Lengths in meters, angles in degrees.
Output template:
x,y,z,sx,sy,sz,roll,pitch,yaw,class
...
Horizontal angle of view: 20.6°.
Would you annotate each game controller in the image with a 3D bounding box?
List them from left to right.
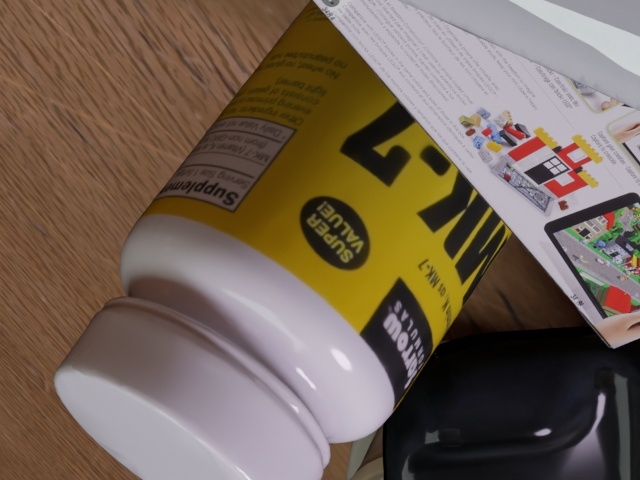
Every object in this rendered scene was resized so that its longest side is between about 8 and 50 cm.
x,y,z,sx,sy,sz,roll,pitch,yaw,class
0.115,0.183,0.826,0.166,0.067,0.319,1,116,7,game controller

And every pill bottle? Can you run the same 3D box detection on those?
x,y,z,sx,sy,sz,roll,pitch,yaw,class
0.000,0.000,0.667,0.119,0.208,0.119,29,157,14,pill bottle

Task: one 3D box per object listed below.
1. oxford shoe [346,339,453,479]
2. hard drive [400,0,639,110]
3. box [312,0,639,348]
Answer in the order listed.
x,y,z,sx,sy,sz,roll,pitch,yaw,class
0.085,0.204,1.032,0.169,0.130,0.449,4,145,7,oxford shoe
0.152,-0.105,0.303,0.353,0.047,0.233,28,116,19,hard drive
0.089,-0.059,0.587,0.114,0.036,0.207,-26,119,31,box
